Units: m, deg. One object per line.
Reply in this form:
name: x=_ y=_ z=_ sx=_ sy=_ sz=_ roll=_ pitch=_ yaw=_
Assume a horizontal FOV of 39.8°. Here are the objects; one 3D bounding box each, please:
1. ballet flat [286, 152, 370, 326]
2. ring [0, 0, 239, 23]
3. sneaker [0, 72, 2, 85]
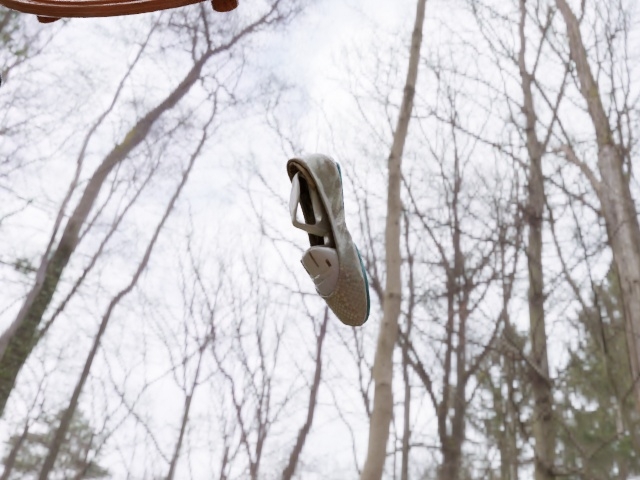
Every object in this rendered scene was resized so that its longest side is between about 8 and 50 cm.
ballet flat: x=0.000 y=0.000 z=0.781 sx=0.052 sy=0.168 sz=0.057 roll=2 pitch=-27 yaw=-31
ring: x=-0.122 y=-0.256 z=0.742 sx=0.337 sy=0.336 sz=0.032 roll=-2 pitch=-52 yaw=10
sneaker: x=-0.526 y=-0.256 z=1.241 sx=0.097 sy=0.084 sz=0.234 roll=20 pitch=-22 yaw=0
